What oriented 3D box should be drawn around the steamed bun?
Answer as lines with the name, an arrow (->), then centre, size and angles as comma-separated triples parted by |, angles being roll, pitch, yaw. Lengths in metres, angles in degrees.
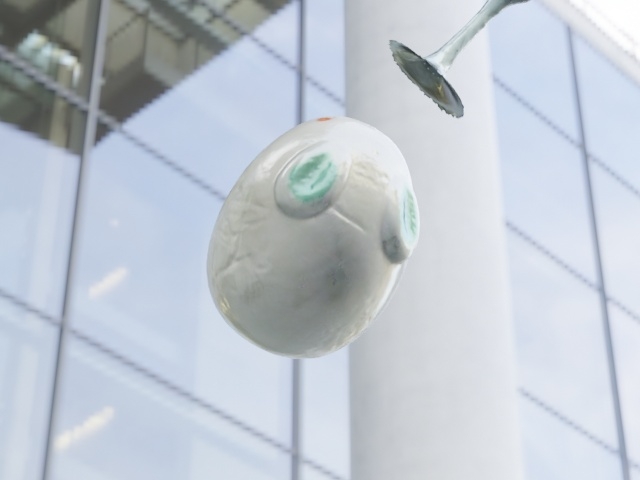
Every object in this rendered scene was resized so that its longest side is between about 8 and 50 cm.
steamed bun -> 0.000, 0.000, 1.571 | 0.177, 0.131, 0.228 | 28, -89, -20

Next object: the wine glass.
wine glass -> 0.131, -0.165, 1.051 | 0.198, 0.066, 0.066 | -45, -45, -9
